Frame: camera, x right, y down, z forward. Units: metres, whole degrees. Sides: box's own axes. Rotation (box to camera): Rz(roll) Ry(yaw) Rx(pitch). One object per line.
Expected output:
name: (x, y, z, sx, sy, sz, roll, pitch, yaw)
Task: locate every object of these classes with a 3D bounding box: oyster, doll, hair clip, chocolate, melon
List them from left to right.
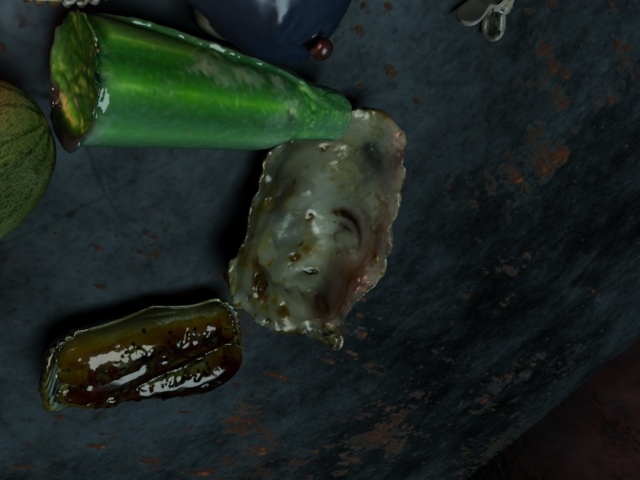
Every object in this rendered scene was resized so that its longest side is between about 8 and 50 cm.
melon: (-0.299, -0.051, 0.495, 0.192, 0.139, 0.139, -27, 143, -7)
chocolate: (-0.088, -0.129, 0.590, 0.291, 0.110, 0.110, -2, 132, -43)
oyster: (-0.026, 0.011, 0.819, 0.204, 0.111, 0.396, -1, 128, -18)
doll: (-0.004, -0.259, 0.485, 0.258, 0.154, 0.228, -57, 169, 4)
hair clip: (0.244, -0.319, 0.714, 0.226, 0.034, 0.072, -50, 144, 16)

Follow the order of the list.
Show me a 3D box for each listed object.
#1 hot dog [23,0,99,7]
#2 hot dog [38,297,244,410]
hot dog: (-0.154, -0.279, 0.412, 0.144, 0.075, 0.268, -2, 134, -40)
hot dog: (-0.218, 0.150, 0.826, 0.270, 0.082, 0.163, -9, 134, -30)
